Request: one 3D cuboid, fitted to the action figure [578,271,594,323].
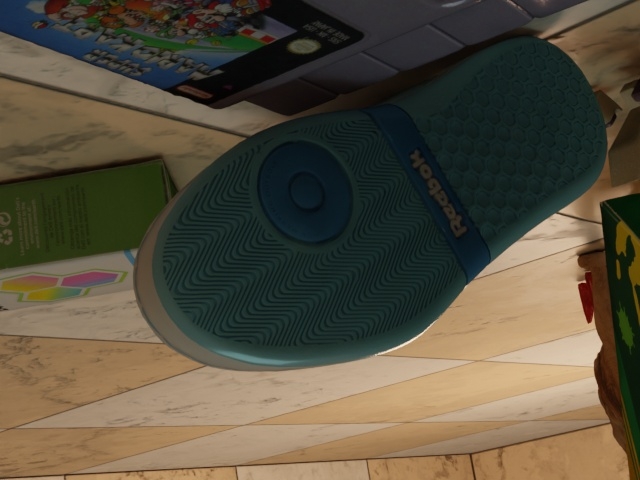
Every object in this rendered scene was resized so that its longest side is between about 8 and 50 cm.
[{"bbox_3d":[0.445,0.079,1.384,0.280,0.139,0.091,-12,166,1],"label":"action figure"}]

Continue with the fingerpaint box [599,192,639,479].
[{"bbox_3d":[0.474,0.111,0.975,0.444,0.371,0.163,-13,-155,-2],"label":"fingerpaint box"}]

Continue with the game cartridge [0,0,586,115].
[{"bbox_3d":[-0.029,-0.133,0.460,0.230,0.068,0.355,-23,160,29],"label":"game cartridge"}]

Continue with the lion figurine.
[{"bbox_3d":[0.346,0.097,1.174,0.142,0.240,0.392,-9,164,1],"label":"lion figurine"}]

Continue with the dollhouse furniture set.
[{"bbox_3d":[0.203,-0.045,0.767,0.091,0.081,0.114,-22,-158,42],"label":"dollhouse furniture set"}]

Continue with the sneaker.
[{"bbox_3d":[0.000,0.000,0.700,0.319,0.127,0.208,-24,179,-38],"label":"sneaker"}]

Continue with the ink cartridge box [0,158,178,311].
[{"bbox_3d":[-0.197,0.004,0.845,0.209,0.062,0.109,-9,166,0],"label":"ink cartridge box"}]
